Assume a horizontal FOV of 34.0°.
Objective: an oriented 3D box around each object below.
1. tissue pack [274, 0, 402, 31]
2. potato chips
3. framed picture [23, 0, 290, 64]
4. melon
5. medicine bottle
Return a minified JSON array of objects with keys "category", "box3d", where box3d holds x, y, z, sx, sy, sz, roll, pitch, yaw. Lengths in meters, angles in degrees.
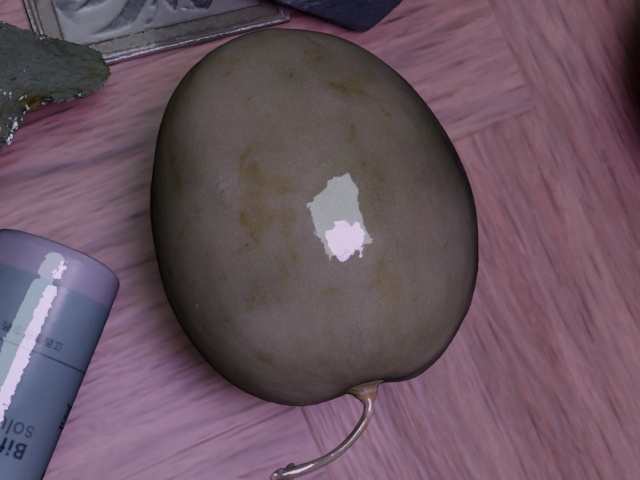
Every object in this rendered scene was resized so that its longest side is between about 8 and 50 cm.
[{"category":"tissue pack","box3d":[0.007,-0.289,0.828,0.228,0.316,0.103,20,73,-17]},{"category":"potato chips","box3d":[-0.295,-0.134,0.863,0.228,0.059,0.167,-29,78,-13]},{"category":"framed picture","box3d":[-0.158,-0.252,0.949,0.231,0.010,0.173,-18,85,-16]},{"category":"melon","box3d":[-0.006,-0.015,0.817,0.272,0.272,0.308,-33,97,-17]},{"category":"medicine bottle","box3d":[-0.265,0.169,0.791,0.110,0.110,0.351,22,75,-9]}]
